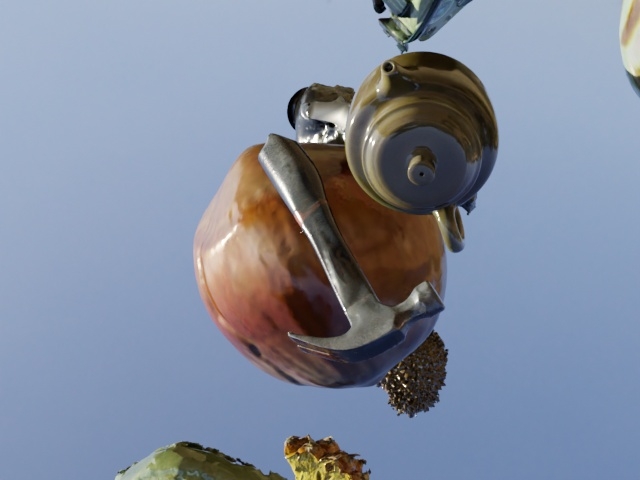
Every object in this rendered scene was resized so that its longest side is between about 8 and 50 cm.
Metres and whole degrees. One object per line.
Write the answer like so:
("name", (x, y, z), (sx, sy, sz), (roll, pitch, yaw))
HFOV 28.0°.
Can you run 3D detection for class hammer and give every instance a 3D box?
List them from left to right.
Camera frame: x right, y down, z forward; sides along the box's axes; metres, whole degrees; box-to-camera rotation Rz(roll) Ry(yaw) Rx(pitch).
("hammer", (0.000, 0.000, 1.249), (0.037, 0.137, 0.290), (53, -175, -50))

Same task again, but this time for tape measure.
("tape measure", (0.166, -0.370, 1.777), (0.115, 0.235, 0.207), (49, -171, 9))

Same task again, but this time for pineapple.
("pineapple", (0.001, 0.342, 1.905), (0.137, 0.116, 0.069), (30, -155, 3))

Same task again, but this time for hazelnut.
("hazelnut", (-0.006, 0.033, 1.793), (0.372, 0.372, 0.315), (28, -159, 19))

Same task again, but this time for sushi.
("sushi", (0.111, -0.101, 2.251), (0.328, 0.285, 0.328), (27, -160, 34))

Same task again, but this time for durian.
("durian", (0.158, 0.238, 2.381), (0.166, 0.196, 0.196), (-6, -157, 8))

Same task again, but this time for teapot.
("teapot", (0.124, -0.103, 1.529), (0.185, 0.268, 0.175), (-17, -156, 15))

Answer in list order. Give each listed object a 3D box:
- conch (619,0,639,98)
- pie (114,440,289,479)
("conch", (0.443, -0.277, 1.449), (0.197, 0.368, 0.249), (13, -164, -10))
("pie", (-0.107, 0.397, 1.550), (0.296, 0.371, 0.078), (0, -151, 15))
